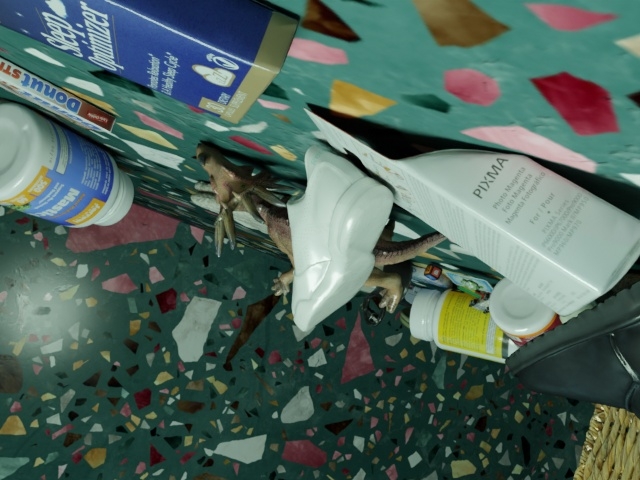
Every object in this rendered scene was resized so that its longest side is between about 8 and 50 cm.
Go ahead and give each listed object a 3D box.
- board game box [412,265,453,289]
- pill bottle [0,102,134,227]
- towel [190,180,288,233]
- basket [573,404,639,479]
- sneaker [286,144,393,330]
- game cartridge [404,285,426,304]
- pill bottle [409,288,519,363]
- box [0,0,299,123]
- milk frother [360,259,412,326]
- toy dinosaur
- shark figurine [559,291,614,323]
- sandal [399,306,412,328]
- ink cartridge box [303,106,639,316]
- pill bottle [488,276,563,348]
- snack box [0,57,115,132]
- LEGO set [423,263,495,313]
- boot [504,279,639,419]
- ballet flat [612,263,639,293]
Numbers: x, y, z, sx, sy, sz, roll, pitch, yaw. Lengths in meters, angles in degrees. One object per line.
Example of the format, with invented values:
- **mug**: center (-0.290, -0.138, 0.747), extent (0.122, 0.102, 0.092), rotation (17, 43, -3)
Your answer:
- **board game box**: center (0.203, 0.069, 1.199), extent (0.090, 0.020, 0.090), rotation (15, 173, 32)
- **pill bottle**: center (-0.431, -0.106, 1.016), extent (0.152, 0.152, 0.272), rotation (18, 174, 20)
- **towel**: center (-0.075, -0.036, 1.006), extent (0.187, 0.049, 0.282), rotation (23, 173, -39)
- **basket**: center (0.474, 0.265, 0.733), extent (0.213, 0.299, 0.223), rotation (19, 172, -11)
- **sneaker**: center (0.000, 0.000, 0.579), extent (0.094, 0.080, 0.212), rotation (44, 143, 21)
- **game cartridge**: center (0.387, 0.192, 1.608), extent (0.294, 0.060, 0.196), rotation (14, 176, 43)
- **pill bottle**: center (0.282, 0.156, 1.156), extent (0.208, 0.119, 0.119), rotation (9, 170, 30)
- **box**: center (-0.134, -0.133, 0.336), extent (0.225, 0.037, 0.136), rotation (22, 174, -15)
- **milk frother**: center (0.073, 0.080, 1.120), extent (0.134, 0.143, 0.129), rotation (19, -178, -12)
- **toy dinosaur**: center (-0.006, -0.010, 0.683), extent (0.295, 0.127, 0.200), rotation (10, 164, 29)
- **shark figurine**: center (0.351, 0.119, 0.634), extent (0.278, 0.116, 0.166), rotation (-107, -2, -49)
- **sandal**: center (0.310, 0.146, 1.277), extent (0.302, 0.086, 0.120), rotation (-5, -172, 33)
- **ink cartridge box**: center (0.115, -0.032, 0.478), extent (0.232, 0.066, 0.189), rotation (40, -179, 18)
- **pill bottle**: center (0.290, 0.107, 0.829), extent (0.086, 0.086, 0.152), rotation (15, 164, 39)
- **snack box**: center (-0.323, -0.170, 0.691), extent (0.064, 0.022, 0.178), rotation (13, 171, 41)
- **LEGO set**: center (0.294, 0.081, 0.991), extent (0.244, 0.060, 0.182), rotation (12, 159, 42)
- **boot**: center (0.267, 0.153, 0.503), extent (0.094, 0.207, 0.246), rotation (-17, 160, -19)
- **ballet flat**: center (0.378, 0.104, 0.482), extent (0.316, 0.106, 0.107), rotation (16, 173, 34)
